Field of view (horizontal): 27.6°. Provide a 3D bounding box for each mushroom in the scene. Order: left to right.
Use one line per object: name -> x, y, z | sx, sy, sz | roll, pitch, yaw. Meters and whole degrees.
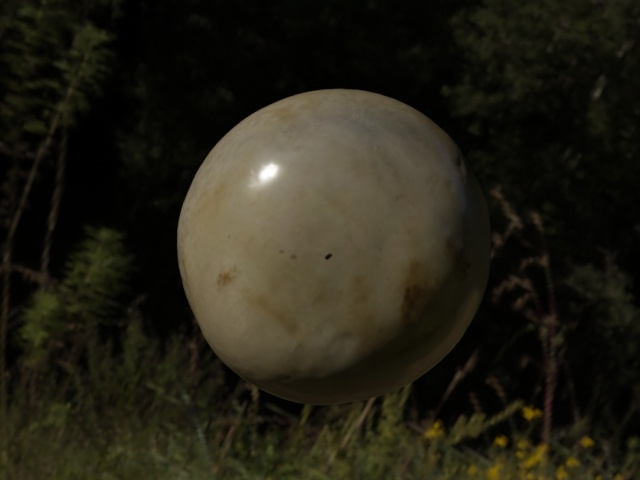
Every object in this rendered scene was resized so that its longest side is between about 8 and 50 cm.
mushroom -> 0.000, 0.000, 0.872 | 0.207, 0.207, 0.215 | 14, 4, -22
